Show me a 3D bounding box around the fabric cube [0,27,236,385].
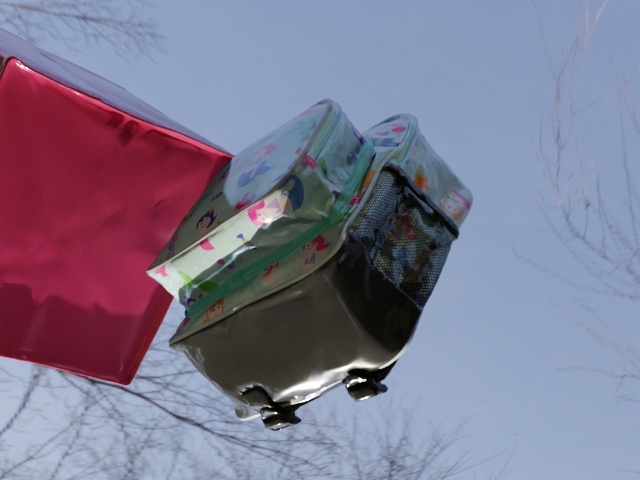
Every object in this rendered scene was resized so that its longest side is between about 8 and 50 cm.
[{"bbox_3d":[-0.286,-0.048,1.007,0.258,0.259,0.254,35,-82,48],"label":"fabric cube"}]

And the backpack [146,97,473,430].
[{"bbox_3d":[0.000,0.000,0.859,0.225,0.253,0.191,-29,-77,39],"label":"backpack"}]
